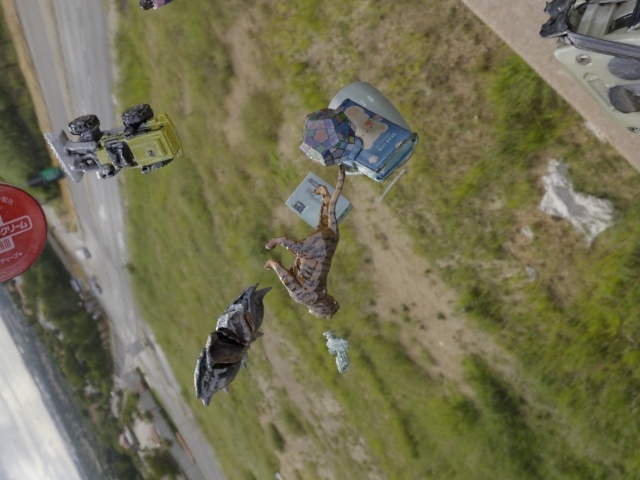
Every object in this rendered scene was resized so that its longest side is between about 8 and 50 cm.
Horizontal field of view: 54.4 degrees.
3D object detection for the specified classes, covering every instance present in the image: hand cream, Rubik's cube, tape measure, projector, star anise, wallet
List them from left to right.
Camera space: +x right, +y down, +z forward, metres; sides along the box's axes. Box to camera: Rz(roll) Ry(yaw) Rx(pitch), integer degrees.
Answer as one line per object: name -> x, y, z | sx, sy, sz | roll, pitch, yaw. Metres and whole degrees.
hand cream -> -0.624, -0.025, 1.156 | 0.126, 0.193, 0.193 | 16, 128, 39
star anise -> -0.133, 0.146, 0.927 | 0.061, 0.204, 0.180 | 23, 167, 6
projector -> -0.002, -0.094, 1.659 | 0.147, 0.115, 0.061 | 40, 180, 22
Rubik's cube -> 0.012, -0.193, 1.160 | 0.111, 0.111, 0.093 | 103, 146, -52
wallet -> 0.094, -0.219, 1.363 | 0.202, 0.141, 0.059 | 35, 166, 30
tape measure -> 0.474, -0.254, 0.860 | 0.271, 0.132, 0.231 | 34, 164, -28

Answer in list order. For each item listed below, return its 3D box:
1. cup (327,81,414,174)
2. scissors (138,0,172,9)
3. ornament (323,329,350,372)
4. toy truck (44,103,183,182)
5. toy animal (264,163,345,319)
cup -> 0.137, -0.279, 1.765 | 0.234, 0.187, 0.257 | 53, 135, 36
scissors -> -0.257, -0.390, 0.988 | 0.012, 0.113, 0.039 | -23, 116, 35
ornament -> 0.041, 0.248, 1.424 | 0.092, 0.041, 0.068 | 46, 132, 36
toy truck -> -0.423, -0.186, 1.259 | 0.111, 0.286, 0.136 | -86, -18, -52
toy animal -> -0.005, 0.003, 0.997 | 0.116, 0.114, 0.255 | 28, 114, 27
